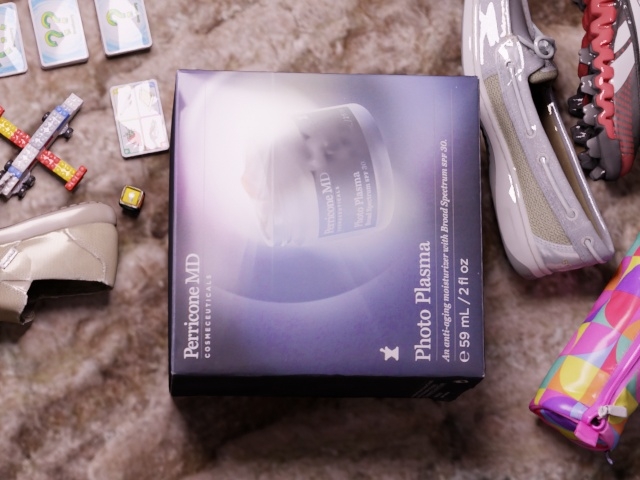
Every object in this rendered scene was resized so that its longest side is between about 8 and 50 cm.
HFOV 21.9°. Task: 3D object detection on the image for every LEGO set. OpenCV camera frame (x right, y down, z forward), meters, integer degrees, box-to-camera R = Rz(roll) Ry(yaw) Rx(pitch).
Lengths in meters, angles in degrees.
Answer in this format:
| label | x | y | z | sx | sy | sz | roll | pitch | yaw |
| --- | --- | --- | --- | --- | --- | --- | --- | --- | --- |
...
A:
| label | x | y | z | sx | sy | sz | roll | pitch | yaw |
| --- | --- | --- | --- | --- | --- | --- | --- | --- | --- |
| LEGO set | -0.251 | -0.140 | 1.664 | 0.183 | 0.060 | 0.244 | -11 | 80 | -4 |

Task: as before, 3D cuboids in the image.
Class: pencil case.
| label | x | y | z | sx | sy | sz | roll | pitch | yaw |
| --- | --- | --- | --- | --- | --- | --- | --- | --- | --- |
| pencil case | 0.305 | 0.103 | 1.649 | 0.104 | 0.104 | 0.236 | 32 | 77 | 1 |

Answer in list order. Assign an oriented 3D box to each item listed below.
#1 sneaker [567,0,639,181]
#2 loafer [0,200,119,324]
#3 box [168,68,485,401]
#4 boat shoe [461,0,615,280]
| label | x | y | z | sx | sy | sz | roll | pitch | yaw |
| --- | --- | --- | --- | --- | --- | --- | --- | --- | --- |
| sneaker | 0.327 | -0.193 | 1.709 | 0.135 | 0.097 | 0.276 | 4 | 77 | -3 |
| loafer | -0.316 | 0.040 | 1.597 | 0.269 | 0.102 | 0.092 | -19 | 75 | -10 |
| box | 0.000 | 0.000 | 1.598 | 0.294 | 0.183 | 0.296 | 0 | 78 | -4 |
| boat shoe | 0.216 | -0.124 | 1.660 | 0.103 | 0.118 | 0.320 | -12 | 83 | 24 |
